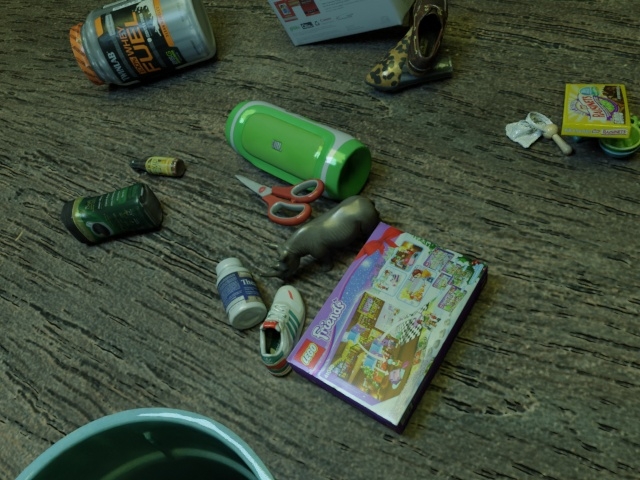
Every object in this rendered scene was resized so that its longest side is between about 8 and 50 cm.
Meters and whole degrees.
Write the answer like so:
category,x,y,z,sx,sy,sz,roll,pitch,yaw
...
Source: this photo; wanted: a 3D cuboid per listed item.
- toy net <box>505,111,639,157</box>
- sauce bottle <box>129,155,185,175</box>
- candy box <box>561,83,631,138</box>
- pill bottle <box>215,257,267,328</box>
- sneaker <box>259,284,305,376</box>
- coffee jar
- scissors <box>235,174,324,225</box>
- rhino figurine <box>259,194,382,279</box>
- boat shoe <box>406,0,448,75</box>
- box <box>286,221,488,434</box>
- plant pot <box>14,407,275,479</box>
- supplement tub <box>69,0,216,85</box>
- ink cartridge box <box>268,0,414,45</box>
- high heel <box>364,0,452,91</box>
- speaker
category,x,y,z,sx,sy,sz,roll,pitch,yaw
toy net,0.462,-0.212,1.027,0.232,0.045,0.122,15,63,25
sauce bottle,-0.363,-0.165,1.240,0.128,0.042,0.042,5,59,21
candy box,0.490,-0.235,1.000,0.105,0.027,0.206,5,35,22
pill bottle,-0.144,0.090,0.986,0.067,0.067,0.120,-27,54,-3
sneaker,-0.065,0.137,0.926,0.057,0.075,0.161,-1,57,16
coffee jar,-0.429,-0.054,1.149,0.185,0.096,0.079,-12,52,7
scissors,-0.107,-0.084,1.065,0.297,0.021,0.109,12,60,45
rhino figurine,0.000,0.000,0.981,0.243,0.106,0.073,-28,53,-4
boat shoe,0.225,-0.443,1.149,0.073,0.073,0.206,10,77,-2
box,0.111,0.126,0.894,0.201,0.057,0.293,25,67,28
plant pot,-0.139,0.402,0.610,0.341,0.334,0.341,-8,54,11
supplement tub,-0.439,-0.507,1.398,0.316,0.193,0.193,-17,54,6
ink cartridge box,0.018,-0.598,1.233,0.310,0.272,0.130,5,57,38
high heel,0.169,-0.447,1.238,0.186,0.093,0.261,-11,63,1
speaker,-0.050,-0.183,1.108,0.297,0.131,0.131,28,68,30
